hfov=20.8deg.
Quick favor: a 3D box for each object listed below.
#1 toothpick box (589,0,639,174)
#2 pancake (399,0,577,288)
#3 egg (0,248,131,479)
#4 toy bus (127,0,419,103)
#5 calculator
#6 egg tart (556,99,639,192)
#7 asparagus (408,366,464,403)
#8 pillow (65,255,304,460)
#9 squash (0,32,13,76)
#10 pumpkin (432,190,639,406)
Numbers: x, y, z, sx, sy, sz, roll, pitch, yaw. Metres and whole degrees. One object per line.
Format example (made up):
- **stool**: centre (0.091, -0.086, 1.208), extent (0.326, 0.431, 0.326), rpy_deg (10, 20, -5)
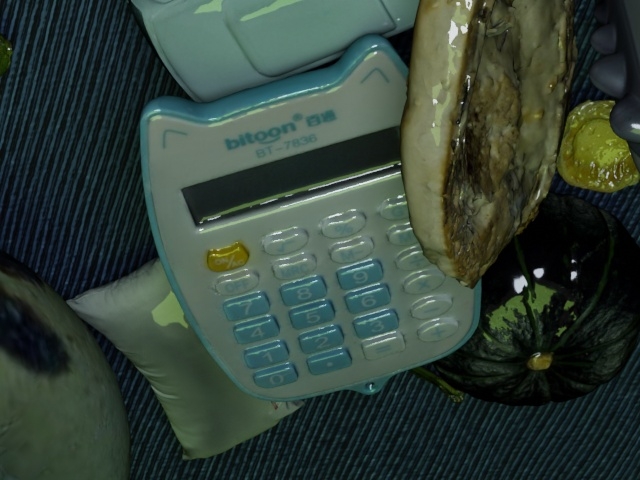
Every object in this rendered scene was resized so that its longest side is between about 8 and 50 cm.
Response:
- **toothpick box**: centre (0.316, -0.142, 1.344), extent (0.229, 0.316, 0.229), rpy_deg (1, 130, 1)
- **pancake**: centre (0.138, -0.154, 1.313), extent (0.082, 0.387, 0.387), rpy_deg (13, 133, 20)
- **egg**: centre (-0.360, 0.170, 1.595), extent (0.345, 0.345, 0.428), rpy_deg (-35, 127, 26)
- **toy bus**: centre (-0.024, -0.211, 1.385), extent (0.271, 0.165, 0.133), rpy_deg (-21, 127, 17)
- **calculator**: centre (0.000, 0.000, 1.438), extent (0.256, 0.054, 0.386), rpy_deg (-16, 131, 3)
- **egg tart**: centre (0.256, -0.091, 1.568), extent (0.105, 0.039, 0.105), rpy_deg (0, 130, 0)
- **asparagus**: centre (0.099, 0.133, 1.775), extent (0.127, 0.015, 0.018), rpy_deg (32, 133, -23)
- **pillow**: centre (-0.134, 0.115, 1.719), extent (0.144, 0.078, 0.254), rpy_deg (-20, 128, 18)
- **squash**: centre (-0.430, -0.159, 1.489), extent (0.331, 0.087, 0.087), rpy_deg (3, 130, 0)
- **pumpkin**: centre (0.196, 0.055, 1.615), extent (0.220, 0.162, 0.220), rpy_deg (0, 136, 0)
